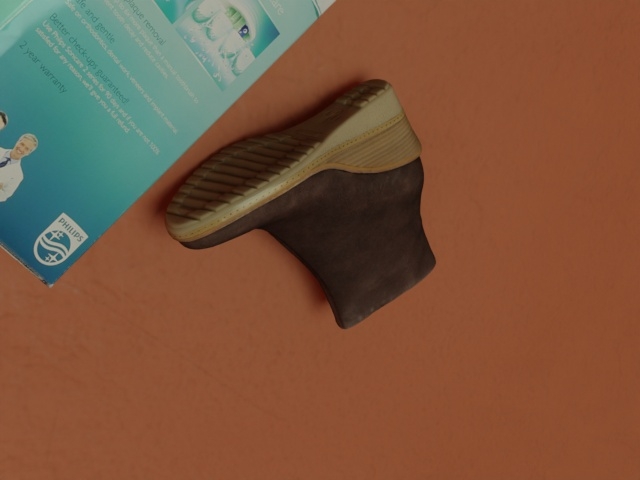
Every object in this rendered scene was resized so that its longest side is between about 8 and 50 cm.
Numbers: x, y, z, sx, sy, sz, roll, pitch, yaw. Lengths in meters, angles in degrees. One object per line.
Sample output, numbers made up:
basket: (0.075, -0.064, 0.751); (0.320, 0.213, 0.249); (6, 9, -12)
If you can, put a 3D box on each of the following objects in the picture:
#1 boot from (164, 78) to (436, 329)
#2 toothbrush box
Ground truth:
boot: (0.000, 0.000, 0.817); (0.248, 0.090, 0.207); (-33, 126, -26)
toothbrush box: (-0.131, -0.152, 0.559); (0.295, 0.216, 0.126); (-48, 132, -10)
